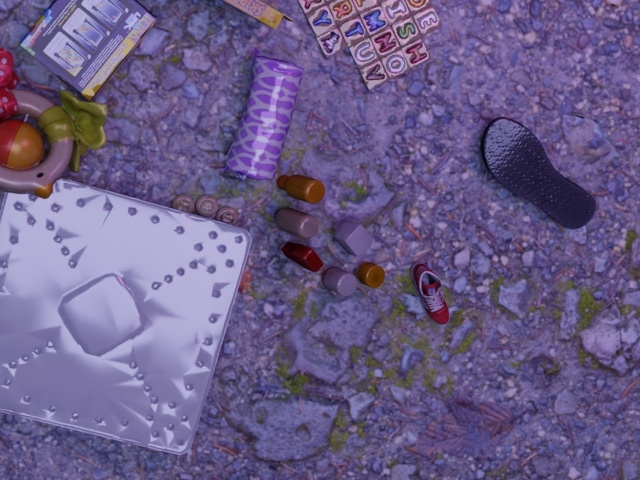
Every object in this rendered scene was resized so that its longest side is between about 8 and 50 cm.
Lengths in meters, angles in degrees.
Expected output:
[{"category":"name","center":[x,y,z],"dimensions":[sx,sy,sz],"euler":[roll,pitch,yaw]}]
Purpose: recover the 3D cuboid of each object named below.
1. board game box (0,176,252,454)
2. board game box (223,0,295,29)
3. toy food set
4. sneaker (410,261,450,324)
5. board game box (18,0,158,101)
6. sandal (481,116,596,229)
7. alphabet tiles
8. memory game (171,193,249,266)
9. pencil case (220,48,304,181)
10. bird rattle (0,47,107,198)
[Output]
[{"category":"board game box","center":[-0.348,0.115,1.874],"dimensions":[0.390,0.050,0.389],"euler":[16,97,-9]},{"category":"board game box","center":[-0.163,-0.392,1.784],"dimensions":[0.259,0.124,0.039],"euler":[24,99,-17]},{"category":"toy food set","center":[0.000,0.000,1.916],"dimensions":[0.111,0.104,0.232],"euler":[-49,122,-13]},{"category":"sneaker","center":[0.190,0.095,1.960],"dimensions":[0.042,0.067,0.118],"euler":[-28,103,-3]},{"category":"board game box","center":[-0.359,-0.325,1.811],"dimensions":[0.141,0.048,0.170],"euler":[40,91,-15]},{"category":"sandal","center":[0.358,-0.109,1.968],"dimensions":[0.097,0.054,0.254],"euler":[-45,113,7]},{"category":"alphabet tiles","center":[0.079,-0.376,1.895],"dimensions":[0.198,0.009,0.237],"euler":[-28,102,-4]},{"category":"memory game","center":[-0.207,0.014,1.909],"dimensions":[0.186,0.012,0.186],"euler":[-2,100,-9]},{"category":"pencil case","center":[-0.092,-0.194,1.862],"dimensions":[0.088,0.086,0.206],"euler":[19,95,16]},{"category":"bird rattle","center":[-0.452,-0.173,1.743],"dimensions":[0.254,0.143,0.206],"euler":[25,60,-21]}]
